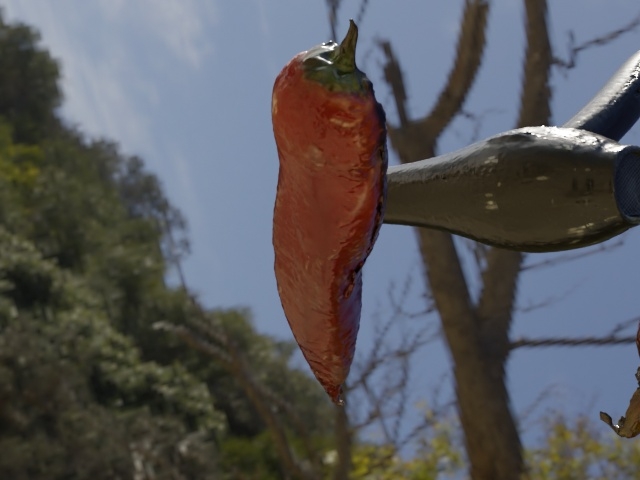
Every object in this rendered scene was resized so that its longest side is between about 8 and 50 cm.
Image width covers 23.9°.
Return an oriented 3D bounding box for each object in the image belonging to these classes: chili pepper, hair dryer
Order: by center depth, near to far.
[{"bbox_3d":[0.000,0.000,0.501,0.045,0.027,0.178,48,-26,33],"label":"chili pepper"},{"bbox_3d":[0.145,-0.072,0.901,0.195,0.219,0.075,1,-54,47],"label":"hair dryer"}]

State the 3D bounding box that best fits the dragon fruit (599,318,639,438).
[{"bbox_3d":[0.308,0.095,1.244,0.125,0.125,0.246,55,-39,21],"label":"dragon fruit"}]
